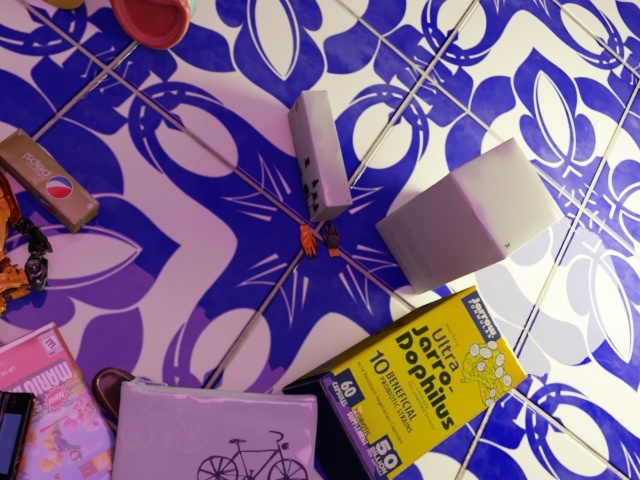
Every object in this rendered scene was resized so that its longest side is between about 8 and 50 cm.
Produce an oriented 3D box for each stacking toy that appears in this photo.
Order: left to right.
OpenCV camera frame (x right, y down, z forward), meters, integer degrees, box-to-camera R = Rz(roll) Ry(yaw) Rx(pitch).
[{"bbox_3d":[-0.351,-0.513,1.152,0.308,0.279,0.131,25,55,-12],"label":"stacking toy"}]

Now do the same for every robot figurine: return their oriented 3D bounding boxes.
[{"bbox_3d":[-0.550,-0.011,1.008,0.211,0.085,0.291,-21,82,-26],"label":"robot figurine"}]

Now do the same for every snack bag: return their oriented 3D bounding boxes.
[{"bbox_3d":[-0.158,0.390,0.978,0.322,0.037,0.343,6,82,-6],"label":"snack bag"}]

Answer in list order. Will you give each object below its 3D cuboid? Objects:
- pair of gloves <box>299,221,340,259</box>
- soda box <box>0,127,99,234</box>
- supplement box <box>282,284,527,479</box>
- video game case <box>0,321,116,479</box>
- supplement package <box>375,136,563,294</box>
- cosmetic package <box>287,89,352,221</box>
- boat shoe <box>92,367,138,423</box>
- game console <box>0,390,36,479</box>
[{"bbox_3d":[0.000,0.000,1.273,0.083,0.010,0.074,-5,75,-24],"label":"pair of gloves"},{"bbox_3d":[-0.458,-0.098,1.086,0.181,0.061,0.058,44,64,-4],"label":"soda box"},{"bbox_3d":[0.148,0.254,1.149,0.356,0.195,0.194,-26,85,-28],"label":"supplement box"},{"bbox_3d":[-0.439,0.296,0.988,0.204,0.025,0.285,-28,86,-26],"label":"video game case"},{"bbox_3d":[0.272,-0.037,1.238,0.175,0.293,0.178,-30,87,-27],"label":"supplement package"},{"bbox_3d":[-0.005,-0.165,1.274,0.060,0.099,0.239,-6,75,-24],"label":"cosmetic package"},{"bbox_3d":[-0.280,0.280,1.034,0.207,0.073,0.073,45,66,-2],"label":"boat shoe"},{"bbox_3d":[-0.482,0.283,0.917,0.085,0.124,0.144,24,65,-42],"label":"game console"}]
